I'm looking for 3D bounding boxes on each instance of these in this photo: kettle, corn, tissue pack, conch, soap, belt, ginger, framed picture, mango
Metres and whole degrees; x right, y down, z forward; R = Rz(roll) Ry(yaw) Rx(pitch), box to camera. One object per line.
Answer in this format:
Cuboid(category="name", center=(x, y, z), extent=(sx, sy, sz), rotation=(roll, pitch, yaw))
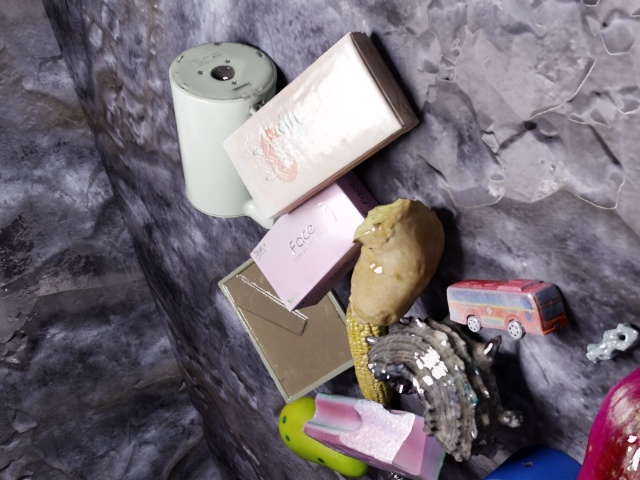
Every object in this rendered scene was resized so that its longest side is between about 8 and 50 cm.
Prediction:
Cuboid(category="kettle", center=(-0.168, -0.210, 1.355), extent=(0.264, 0.205, 0.318), rotation=(16, 137, 8))
Cuboid(category="corn", center=(0.105, 0.234, 1.360), extent=(0.086, 0.086, 0.288), rotation=(29, 140, 48))
Cuboid(category="tissue pack", center=(0.000, 0.000, 1.217), extent=(0.246, 0.092, 0.149), rotation=(-49, 68, 28))
Cuboid(category="conch", center=(0.209, 0.236, 1.109), extent=(0.313, 0.186, 0.241), rotation=(34, 153, 38))
Cuboid(category="soap", center=(0.121, 0.410, 1.373), extent=(0.192, 0.109, 0.323), rotation=(32, 158, -20))
Cuboid(category="belt", center=(0.351, 0.492, 1.115), extent=(0.212, 0.117, 0.347), rotation=(42, 145, 33))
Cuboid(category="ginger", center=(0.119, 0.035, 1.078), extent=(0.138, 0.152, 0.267), rotation=(-90, 5, -56))
Cuboid(category="tissue pack", center=(-0.012, -0.177, 1.087), extent=(0.325, 0.071, 0.170), rotation=(-31, 86, 39))
Cuboid(category="framed picture", center=(-0.067, 0.175, 1.508), extent=(0.247, 0.022, 0.335), rotation=(-36, 79, 22))
Cuboid(category="mango", center=(0.008, 0.511, 1.713), extent=(0.293, 0.143, 0.175), rotation=(22, 134, 40))

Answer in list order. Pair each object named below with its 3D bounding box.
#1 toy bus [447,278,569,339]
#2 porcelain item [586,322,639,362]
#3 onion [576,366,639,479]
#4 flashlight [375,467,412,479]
Cuboid(category="toy bus", center=(0.269, 0.097, 0.976), extent=(0.192, 0.065, 0.077), rotation=(-3, 104, 60))
Cuboid(category="porcelain item", center=(0.378, 0.132, 0.849), extent=(0.083, 0.028, 0.036), rotation=(124, 150, -56))
Cuboid(category="onion", center=(0.432, 0.197, 0.575), extent=(0.347, 0.347, 0.385), rotation=(40, 106, 38))
Cuboid(category="flashlight", center=(0.172, 0.529, 1.506), extent=(0.232, 0.092, 0.093), rotation=(50, 150, 35))
